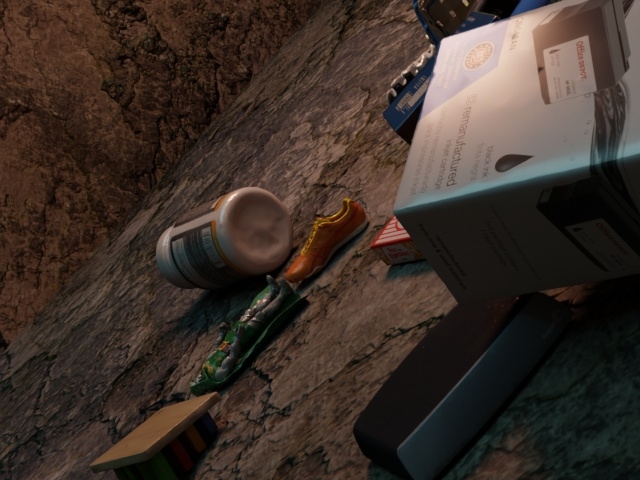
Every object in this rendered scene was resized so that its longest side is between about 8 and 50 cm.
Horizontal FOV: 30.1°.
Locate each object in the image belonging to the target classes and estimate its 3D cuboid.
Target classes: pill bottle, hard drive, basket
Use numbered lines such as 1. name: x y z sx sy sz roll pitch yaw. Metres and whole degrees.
1. pill bottle: -0.186 0.005 2.231 0.278 0.162 0.162 -18 29 53
2. hard drive: 0.150 0.149 1.320 0.254 0.054 0.172 -46 18 -12
3. basket: 0.280 -0.370 1.966 0.201 0.255 0.289 -41 -2 0

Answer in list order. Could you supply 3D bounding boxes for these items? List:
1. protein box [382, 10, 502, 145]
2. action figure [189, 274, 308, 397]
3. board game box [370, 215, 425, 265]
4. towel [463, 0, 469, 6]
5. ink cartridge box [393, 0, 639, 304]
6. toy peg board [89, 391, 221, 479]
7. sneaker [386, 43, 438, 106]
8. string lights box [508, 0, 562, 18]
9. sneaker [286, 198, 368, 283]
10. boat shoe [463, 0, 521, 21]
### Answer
1. protein box: 0.208 -0.196 1.651 0.201 0.136 0.200 -48 10 8
2. action figure: -0.130 0.159 1.920 0.232 0.063 0.137 -52 22 -17
3. board game box: 0.176 -0.038 1.726 0.147 0.045 0.193 -52 19 -27
4. towel: 0.423 -0.545 2.338 0.374 0.090 0.320 -35 22 24
5. ink cartridge box: 0.304 -0.117 1.222 0.395 0.166 0.285 -13 42 33
6. toy peg board: -0.230 0.312 1.773 0.161 0.079 0.160 -22 11 48
7. sneaker: 0.245 -0.346 2.233 0.292 0.110 0.118 -38 9 15
8. string lights box: 0.310 -0.258 1.505 0.077 0.133 0.259 -23 25 51
9. sneaker: 0.000 0.000 1.993 0.175 0.067 0.064 -47 19 -7
10. boat shoe: 0.226 -0.239 1.786 0.095 0.112 0.335 -13 -56 -80
